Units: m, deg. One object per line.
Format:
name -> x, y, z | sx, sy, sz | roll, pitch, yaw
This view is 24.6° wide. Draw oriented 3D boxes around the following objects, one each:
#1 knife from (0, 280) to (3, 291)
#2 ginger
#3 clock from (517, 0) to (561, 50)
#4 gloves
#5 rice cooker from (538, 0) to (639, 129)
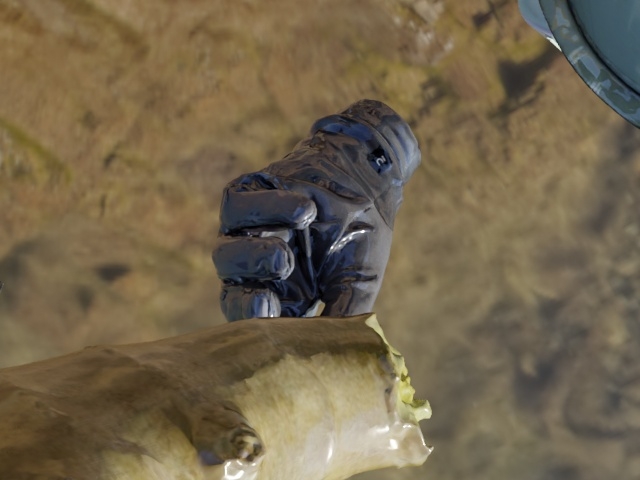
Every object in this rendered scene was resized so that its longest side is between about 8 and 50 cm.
knife -> -0.243, 0.096, 0.985 | 0.010, 0.170, 0.023 | 20, 145, -6
ginger -> -0.117, 0.131, 0.649 | 0.236, 0.166, 0.375 | -31, 163, 32
clock -> 0.239, -0.210, 1.031 | 0.062, 0.151, 0.191 | 22, 97, -59
gloves -> -0.004, 0.003, 1.009 | 0.142, 0.285, 0.119 | 46, 123, -6
rice cooker -> 0.221, -0.179, 0.641 | 0.264, 0.316, 0.316 | -36, 117, -4
